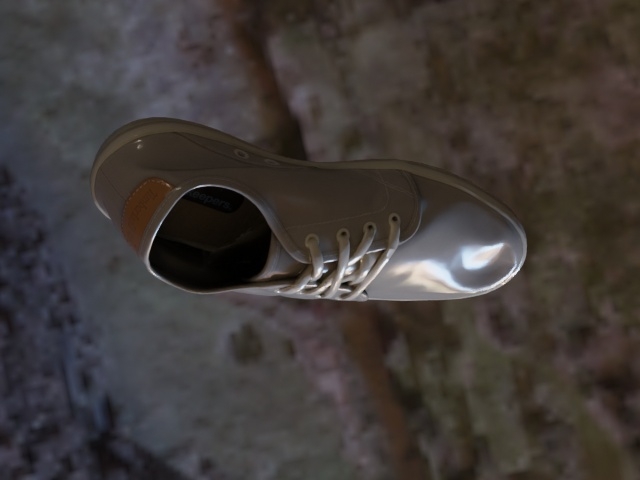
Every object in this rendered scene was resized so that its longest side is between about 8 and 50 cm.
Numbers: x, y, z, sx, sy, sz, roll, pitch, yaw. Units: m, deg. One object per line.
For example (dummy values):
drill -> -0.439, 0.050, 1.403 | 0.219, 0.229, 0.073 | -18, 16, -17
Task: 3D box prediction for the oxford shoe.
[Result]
oxford shoe -> 0.000, 0.000, 1.853 | 0.169, 0.449, 0.130 | -61, -147, 29
